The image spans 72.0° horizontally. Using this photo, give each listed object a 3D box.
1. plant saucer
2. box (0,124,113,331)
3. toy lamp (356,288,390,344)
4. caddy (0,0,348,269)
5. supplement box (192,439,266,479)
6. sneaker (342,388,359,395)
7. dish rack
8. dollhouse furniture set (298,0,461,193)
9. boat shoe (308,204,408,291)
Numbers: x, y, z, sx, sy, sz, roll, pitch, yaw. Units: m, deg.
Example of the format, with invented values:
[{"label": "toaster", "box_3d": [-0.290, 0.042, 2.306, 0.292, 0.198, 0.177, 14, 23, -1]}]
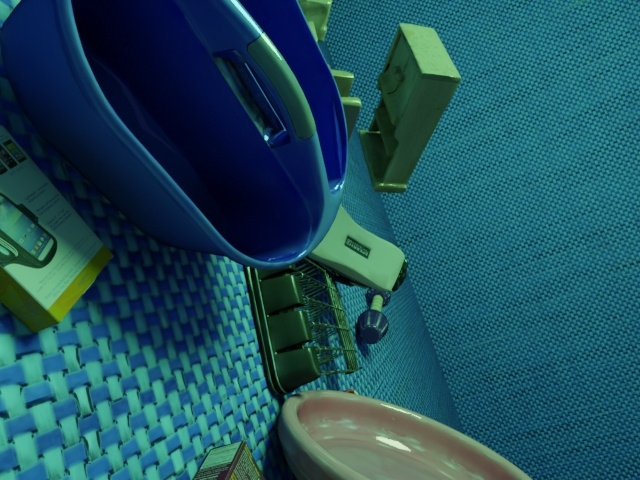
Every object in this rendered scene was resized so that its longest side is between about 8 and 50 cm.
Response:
[{"label": "plant saucer", "box_3d": [0.100, 0.286, 0.535, 0.332, 0.331, 0.084, 27, 80, -67]}, {"label": "box", "box_3d": [-0.209, -0.015, 0.296, 0.136, 0.028, 0.081, 59, 19, -26]}, {"label": "toy lamp", "box_3d": [0.138, 0.185, 1.126, 0.275, 0.080, 0.080, -53, 121, -75]}, {"label": "caddy", "box_3d": [-0.090, -0.127, 0.404, 0.341, 0.179, 0.241, 56, 50, -40]}, {"label": "supplement box", "box_3d": [-0.085, 0.226, 0.380, 0.055, 0.043, 0.083, 66, 17, -10]}, {"label": "sneaker", "box_3d": [0.069, 0.297, 0.782, 0.161, 0.057, 0.076, 12, 65, -69]}, {"label": "dish rack", "box_3d": [-0.013, 0.126, 0.706, 0.271, 0.074, 0.209, 36, 38, -66]}, {"label": "dollhouse furniture set", "box_3d": [-0.006, -0.244, 0.781, 0.257, 0.393, 0.362, 109, -23, -50]}, {"label": "boat shoe", "box_3d": [0.000, 0.000, 0.855, 0.340, 0.158, 0.127, 37, 67, -24]}]
